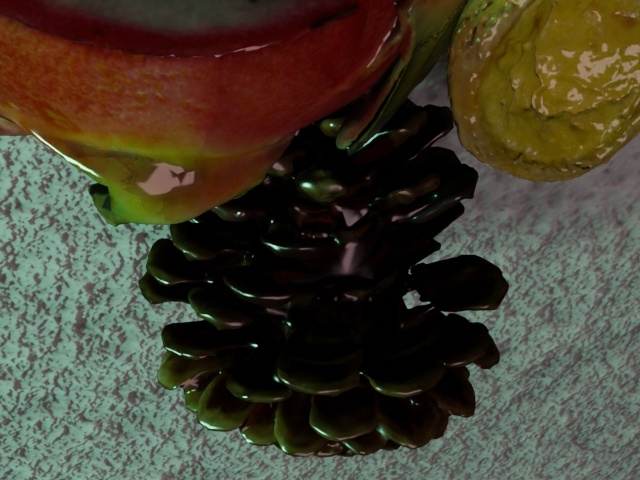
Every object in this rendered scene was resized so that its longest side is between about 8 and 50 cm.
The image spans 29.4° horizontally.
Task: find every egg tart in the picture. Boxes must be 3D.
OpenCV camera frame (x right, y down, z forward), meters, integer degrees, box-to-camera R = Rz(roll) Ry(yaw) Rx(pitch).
[{"bbox_3d":[0.157,-0.129,0.815,0.191,0.074,0.191,-16,132,-18],"label":"egg tart"}]

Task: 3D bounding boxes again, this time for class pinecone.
[{"bbox_3d":[0.003,-0.001,0.790,0.246,0.246,0.292,-11,121,-9],"label":"pinecone"}]

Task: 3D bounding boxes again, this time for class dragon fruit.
[{"bbox_3d":[-0.077,-0.149,0.577,0.305,0.306,0.226,-5,156,-14],"label":"dragon fruit"}]
